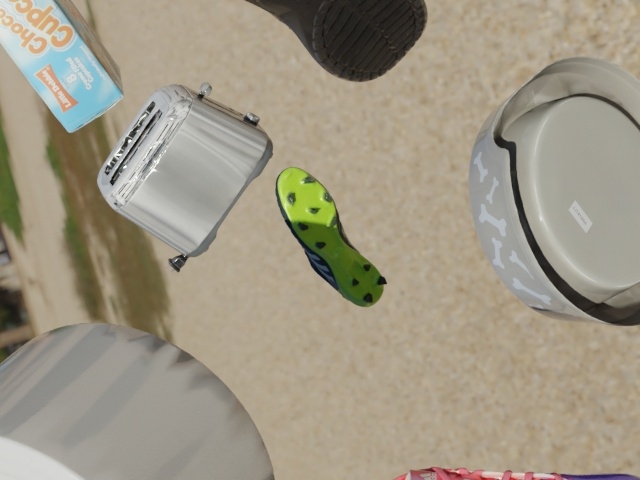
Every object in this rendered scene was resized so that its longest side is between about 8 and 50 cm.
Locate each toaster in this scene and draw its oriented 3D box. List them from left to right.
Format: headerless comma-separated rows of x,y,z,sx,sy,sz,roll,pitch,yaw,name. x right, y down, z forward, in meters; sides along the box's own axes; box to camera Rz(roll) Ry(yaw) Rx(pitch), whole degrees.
-0.178,-0.086,1.667,0.146,0.227,0.129,32,-171,-26,toaster

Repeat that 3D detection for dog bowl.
0.332,-0.054,1.688,0.102,0.349,0.349,-21,87,52,dog bowl

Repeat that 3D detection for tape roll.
-0.173,0.200,0.921,0.169,0.246,0.246,-45,-55,-60,tape roll

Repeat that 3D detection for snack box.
-0.279,-0.246,1.094,0.322,0.060,0.187,55,-179,-18,snack box

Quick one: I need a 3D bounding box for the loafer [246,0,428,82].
-0.014,-0.291,1.400,0.366,0.134,0.130,30,-159,-51,loafer

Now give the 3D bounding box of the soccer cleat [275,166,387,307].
0.000,0.000,1.381,0.179,0.060,0.072,55,155,-22,soccer cleat

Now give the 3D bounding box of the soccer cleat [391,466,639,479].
0.130,0.236,1.114,0.108,0.318,0.116,-104,-1,-76,soccer cleat
